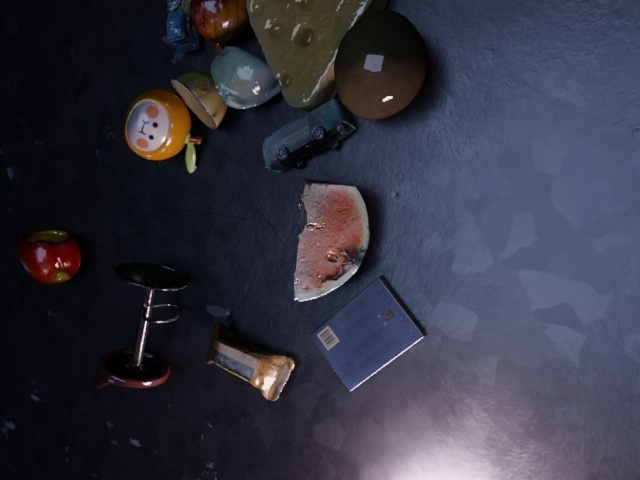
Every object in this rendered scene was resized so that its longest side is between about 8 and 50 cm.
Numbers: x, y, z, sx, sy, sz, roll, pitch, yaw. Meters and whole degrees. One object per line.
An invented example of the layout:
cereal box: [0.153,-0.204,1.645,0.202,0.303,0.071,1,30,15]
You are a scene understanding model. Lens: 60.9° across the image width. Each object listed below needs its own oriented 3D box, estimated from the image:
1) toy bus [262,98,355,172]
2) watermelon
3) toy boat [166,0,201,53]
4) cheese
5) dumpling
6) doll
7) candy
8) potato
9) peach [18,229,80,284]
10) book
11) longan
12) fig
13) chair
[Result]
toy bus: [-0.036,-0.272,1.452,0.262,0.091,0.109,-23,71,26]
watermelon: [0.000,0.000,1.392,0.224,0.180,0.304,14,101,42]
toy boat: [-0.418,-0.687,1.625,0.109,0.098,0.237,-4,90,25]
cheese: [-0.047,-0.570,1.428,0.384,0.104,0.383,2,94,27]
dumpling: [-0.202,-0.442,1.509,0.217,0.105,0.149,24,111,2]
doll: [-0.455,-0.332,1.628,0.236,0.213,0.213,23,107,-12]
candy: [-0.209,0.351,1.572,0.272,0.101,0.143,21,97,19]
potato: [-0.330,-0.427,1.578,0.117,0.182,0.202,-45,30,-9]
peach: [-0.948,0.038,1.900,0.190,0.196,0.226,-31,73,-11]
book: [0.118,0.247,1.429,0.269,0.025,0.190,-43,74,23]
longan: [0.141,-0.414,1.283,0.246,0.215,0.245,-29,44,32]
fig: [-0.284,-0.611,1.533,0.175,0.175,0.207,34,128,23]
chair: [-0.555,0.287,1.682,0.227,0.227,0.400,22,104,26]
